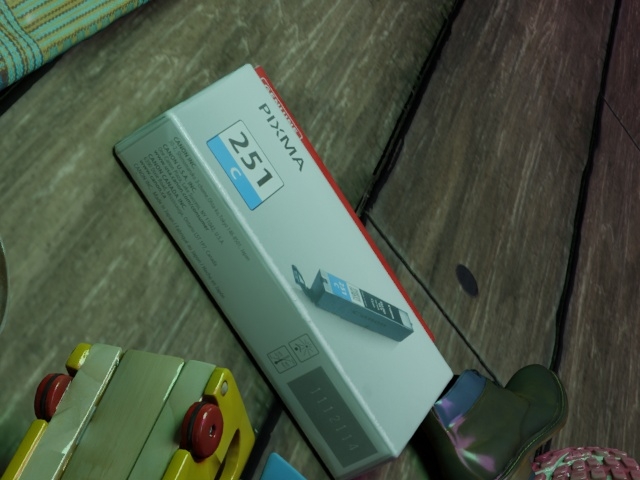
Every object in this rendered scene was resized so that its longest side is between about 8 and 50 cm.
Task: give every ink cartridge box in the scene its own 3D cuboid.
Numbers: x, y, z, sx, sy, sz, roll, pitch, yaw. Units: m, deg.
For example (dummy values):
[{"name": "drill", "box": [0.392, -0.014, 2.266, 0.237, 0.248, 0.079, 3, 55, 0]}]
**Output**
[{"name": "ink cartridge box", "box": [0.000, 0.000, 1.083, 0.296, 0.066, 0.261, 57, 30, -6]}]

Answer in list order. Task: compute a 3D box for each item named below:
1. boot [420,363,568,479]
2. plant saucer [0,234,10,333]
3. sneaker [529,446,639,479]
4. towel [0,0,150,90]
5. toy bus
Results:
[{"name": "boot", "box": [0.146, 0.136, 1.173, 0.106, 0.082, 0.219, 57, 30, -10]}, {"name": "plant saucer", "box": [-0.240, 0.002, 0.735, 0.168, 0.029, 0.168, 39, 35, -35]}, {"name": "sneaker", "box": [0.225, 0.299, 1.139, 0.299, 0.120, 0.112, -89, 168, -45]}, {"name": "towel", "box": [-0.202, -0.272, 0.948, 0.271, 0.040, 0.370, 60, 37, -14]}, {"name": "toy bus", "box": [-0.107, 0.152, 0.695, 0.191, 0.202, 0.104, 57, -12, 42]}]
